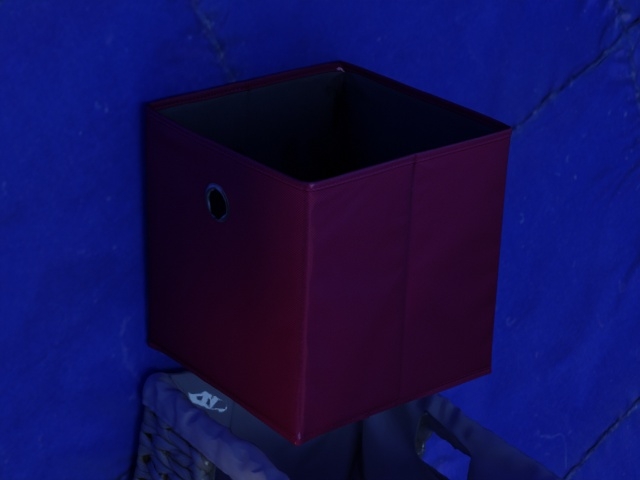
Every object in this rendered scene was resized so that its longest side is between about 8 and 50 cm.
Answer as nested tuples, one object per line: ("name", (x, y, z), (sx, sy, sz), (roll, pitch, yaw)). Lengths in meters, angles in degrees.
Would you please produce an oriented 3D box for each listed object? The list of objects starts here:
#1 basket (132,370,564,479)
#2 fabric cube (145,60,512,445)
("basket", (0.013, 0.302, 1.703), (0.331, 0.328, 0.266), (-3, 114, -41))
("fabric cube", (0.000, 0.000, 1.604), (0.259, 0.254, 0.258), (-16, 120, -36))
